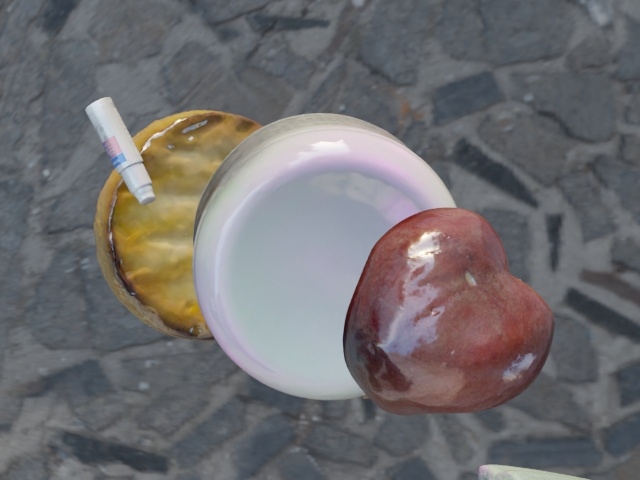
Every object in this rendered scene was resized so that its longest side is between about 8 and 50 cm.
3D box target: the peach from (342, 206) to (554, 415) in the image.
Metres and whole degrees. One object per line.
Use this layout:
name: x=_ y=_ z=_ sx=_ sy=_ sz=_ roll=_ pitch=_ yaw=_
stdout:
peach: x=0.085 y=0.058 z=0.953 sx=0.152 sy=0.152 sz=0.152 roll=2 pitch=85 yaw=-22

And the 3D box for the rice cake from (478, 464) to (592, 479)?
rice cake: x=0.244 y=0.239 z=1.231 sx=0.222 sy=0.080 sz=0.042 roll=14 pitch=87 yaw=-28

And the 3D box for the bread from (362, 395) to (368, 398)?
bread: x=0.052 y=0.174 z=1.964 sx=0.233 sy=0.076 sz=0.105 roll=-4 pitch=57 yaw=14

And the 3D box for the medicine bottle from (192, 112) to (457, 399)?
medicine bottle: x=0.000 y=0.000 z=1.277 sx=0.241 sy=0.302 sz=0.241 roll=-1 pitch=101 yaw=-5

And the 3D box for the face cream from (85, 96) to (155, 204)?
face cream: x=-0.227 y=-0.101 z=1.553 sx=0.034 sy=0.034 sz=0.130 roll=-27 pitch=86 yaw=-22

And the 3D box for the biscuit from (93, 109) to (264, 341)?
biscuit: x=-0.147 y=-0.019 z=1.709 sx=0.296 sy=0.102 sz=0.296 roll=-3 pitch=95 yaw=-29
